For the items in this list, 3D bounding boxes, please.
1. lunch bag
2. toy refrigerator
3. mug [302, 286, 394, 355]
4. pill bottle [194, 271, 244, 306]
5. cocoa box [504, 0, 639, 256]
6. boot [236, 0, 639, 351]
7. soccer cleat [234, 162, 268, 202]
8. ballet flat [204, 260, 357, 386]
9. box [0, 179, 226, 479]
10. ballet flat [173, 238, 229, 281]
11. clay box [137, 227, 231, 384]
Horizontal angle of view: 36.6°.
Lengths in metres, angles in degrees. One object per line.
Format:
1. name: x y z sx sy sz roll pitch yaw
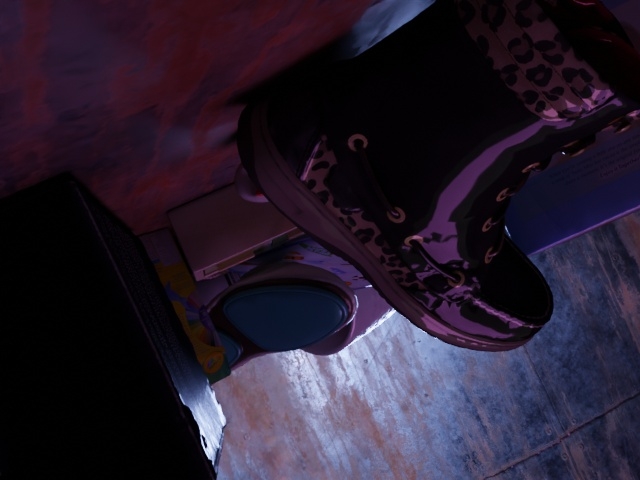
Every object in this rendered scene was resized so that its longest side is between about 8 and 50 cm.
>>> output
1. lunch bag: 0.000 0.000 1.476 0.243 0.115 0.303 -15 159 35
2. toy refrigerator: -0.055 -0.040 1.261 0.269 0.094 0.102 -24 174 -9
3. mug: 0.081 0.007 1.947 0.328 0.276 0.374 -29 150 -41
4. pill bottle: -0.140 0.067 1.647 0.323 0.181 0.181 -22 176 -34
5. cocoa box: 0.332 -0.155 1.043 0.347 0.231 0.228 -26 176 16
6. boot: 0.153 -0.059 0.823 0.284 0.377 0.138 -33 -147 34
7. soccer cleat: 0.009 -0.086 0.949 0.196 0.068 0.076 -18 -179 -2
8. ballet flat: -0.098 0.101 1.379 0.400 0.139 0.139 -31 174 39
9. box: -0.365 0.193 0.968 0.480 0.297 0.472 -25 176 -7
10. ballet flat: -0.213 0.026 1.471 0.250 0.084 0.058 -18 156 -28
11. clay box: -0.215 0.103 1.293 0.053 0.222 0.127 -27 176 39
